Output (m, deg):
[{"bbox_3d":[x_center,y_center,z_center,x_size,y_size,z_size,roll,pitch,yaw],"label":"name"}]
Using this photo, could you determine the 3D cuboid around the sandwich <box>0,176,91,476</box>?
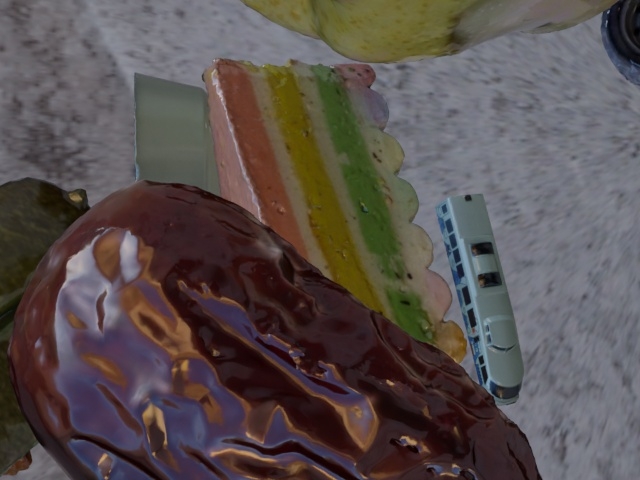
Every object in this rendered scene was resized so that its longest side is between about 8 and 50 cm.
[{"bbox_3d":[-0.167,0.072,0.708,0.109,0.185,0.160,51,146,5],"label":"sandwich"}]

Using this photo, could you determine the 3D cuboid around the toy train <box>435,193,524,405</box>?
[{"bbox_3d":[0.159,0.058,1.663,0.043,0.047,0.208,-6,76,-25],"label":"toy train"}]

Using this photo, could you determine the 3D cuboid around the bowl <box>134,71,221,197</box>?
[{"bbox_3d":[-0.146,-0.076,1.826,0.112,0.211,0.211,-2,93,-7],"label":"bowl"}]

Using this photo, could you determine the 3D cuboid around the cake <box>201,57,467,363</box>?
[{"bbox_3d":[0.009,-0.003,0.975,0.109,0.090,0.225,-7,84,-26],"label":"cake"}]

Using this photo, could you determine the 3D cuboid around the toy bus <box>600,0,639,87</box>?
[{"bbox_3d":[0.319,-0.020,0.979,0.233,0.203,0.427,-18,72,17],"label":"toy bus"}]

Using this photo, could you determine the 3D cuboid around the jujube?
[{"bbox_3d":[-0.010,0.041,0.393,0.129,0.077,0.077,31,99,0],"label":"jujube"}]

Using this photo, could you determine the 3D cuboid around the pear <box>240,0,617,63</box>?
[{"bbox_3d":[0.045,-0.215,0.811,0.271,0.271,0.271,1,94,12],"label":"pear"}]
